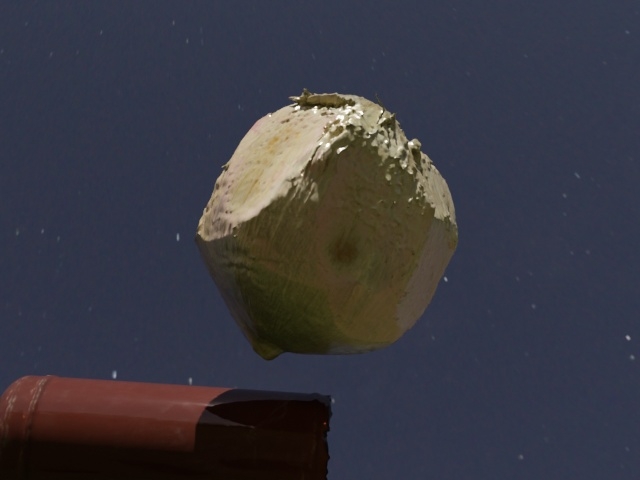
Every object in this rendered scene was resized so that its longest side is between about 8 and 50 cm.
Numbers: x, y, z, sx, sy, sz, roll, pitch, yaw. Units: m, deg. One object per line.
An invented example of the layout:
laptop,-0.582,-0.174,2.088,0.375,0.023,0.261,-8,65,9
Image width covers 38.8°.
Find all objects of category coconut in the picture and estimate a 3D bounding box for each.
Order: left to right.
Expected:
coconut,0.001,0.002,0.672,0.194,0.194,0.194,-4,-62,-7

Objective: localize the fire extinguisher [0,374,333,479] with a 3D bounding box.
fire extinguisher,-0.161,0.180,0.695,0.337,0.106,0.147,3,-99,1
